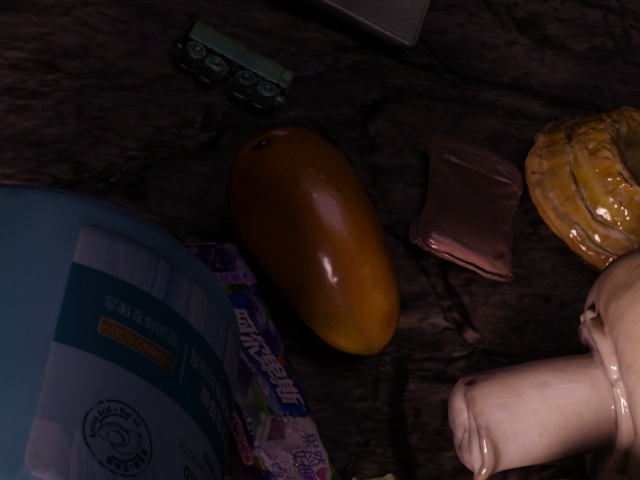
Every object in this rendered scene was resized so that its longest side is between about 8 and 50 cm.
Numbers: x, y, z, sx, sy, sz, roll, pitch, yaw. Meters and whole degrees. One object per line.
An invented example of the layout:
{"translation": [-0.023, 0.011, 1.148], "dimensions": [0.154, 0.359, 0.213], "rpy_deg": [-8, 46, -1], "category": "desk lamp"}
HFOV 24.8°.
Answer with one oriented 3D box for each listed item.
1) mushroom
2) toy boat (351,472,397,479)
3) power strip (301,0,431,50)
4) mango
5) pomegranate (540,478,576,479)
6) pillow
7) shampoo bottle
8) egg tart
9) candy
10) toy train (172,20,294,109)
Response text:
{"translation": [0.305, 0.158, 1.489], "dimensions": [0.336, 0.314, 0.314], "rpy_deg": [-7, 55, -8], "category": "mushroom"}
{"translation": [0.086, 0.354, 1.330], "dimensions": [0.093, 0.055, 0.293], "rpy_deg": [-2, 55, -29], "category": "toy boat"}
{"translation": [0.052, -0.354, 1.903], "dimensions": [0.198, 0.064, 0.213], "rpy_deg": [25, 59, -11], "category": "power strip"}
{"translation": [-0.003, -0.004, 1.502], "dimensions": [0.139, 0.175, 0.254], "rpy_deg": [-33, 71, -1], "category": "mango"}
{"translation": [0.222, 0.347, 1.334], "dimensions": [0.214, 0.214, 0.248], "rpy_deg": [23, 78, -10], "category": "pomegranate"}
{"translation": [0.178, -0.043, 1.732], "dimensions": [0.135, 0.034, 0.211], "rpy_deg": [22, 44, -6], "category": "pillow"}
{"translation": [-0.239, 0.182, 1.105], "dimensions": [0.331, 0.331, 0.343], "rpy_deg": [19, 45, -13], "category": "shampoo bottle"}
{"translation": [0.395, -0.067, 1.816], "dimensions": [0.290, 0.115, 0.290], "rpy_deg": [17, 48, -19], "category": "egg tart"}
{"translation": [-0.070, 0.137, 1.423], "dimensions": [0.088, 0.061, 0.312], "rpy_deg": [-3, 55, -34], "category": "candy"}
{"translation": [-0.104, -0.202, 1.709], "dimensions": [0.148, 0.038, 0.071], "rpy_deg": [28, 42, -4], "category": "toy train"}
